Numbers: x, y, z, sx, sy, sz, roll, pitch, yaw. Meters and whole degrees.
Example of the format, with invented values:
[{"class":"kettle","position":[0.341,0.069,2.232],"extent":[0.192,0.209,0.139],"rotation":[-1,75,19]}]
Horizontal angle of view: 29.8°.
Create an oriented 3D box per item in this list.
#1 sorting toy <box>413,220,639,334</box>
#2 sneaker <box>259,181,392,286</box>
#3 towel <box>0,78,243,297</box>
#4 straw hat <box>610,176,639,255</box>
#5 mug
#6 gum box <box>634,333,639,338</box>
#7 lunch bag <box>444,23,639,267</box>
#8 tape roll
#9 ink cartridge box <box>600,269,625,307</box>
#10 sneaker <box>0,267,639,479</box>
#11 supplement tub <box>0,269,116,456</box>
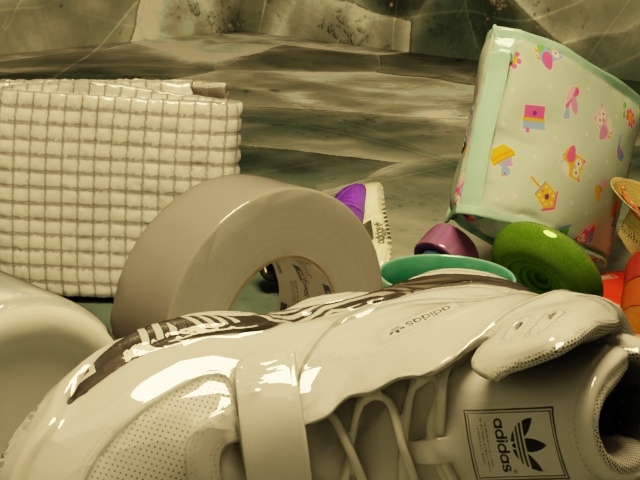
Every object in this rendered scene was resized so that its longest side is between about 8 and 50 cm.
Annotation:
[{"class":"sorting toy","position":[0.221,0.070,1.206],"extent":[0.365,0.127,0.126],"rotation":[13,49,42]},{"class":"sneaker","position":[0.000,-0.001,1.359],"extent":[0.146,0.102,0.293],"rotation":[1,16,-1]},{"class":"towel","position":[-0.228,-0.062,1.318],"extent":[0.284,0.235,0.121],"rotation":[1,10,-3]},{"class":"straw hat","position":[0.371,-0.009,1.355],"extent":[0.144,0.061,0.144],"rotation":[25,24,-12]},{"class":"mug","position":[0.110,0.081,1.100],"extent":[0.129,0.097,0.158],"rotation":[8,18,18]},{"class":"gum box","position":[0.334,0.124,1.037],"extent":[0.188,0.062,0.107],"rotation":[-3,17,-18]},{"class":"lunch bag","position":[0.241,-0.102,1.374],"extent":[0.160,0.223,0.262],"rotation":[9,-7,39]},{"class":"tape roll","position":[-0.053,0.061,0.938],"extent":[0.219,0.219,0.072],"rotation":[-12,20,-40]},{"class":"ink cartridge box","position":[0.453,0.040,1.351],"extent":[0.275,0.060,0.239],"rotation":[-6,19,-26]},{"class":"sneaker","position":[0.026,0.099,0.619],"extent":[0.366,0.137,0.210],"rotation":[-15,9,-30]},{"class":"supplement tub","position":[-0.293,0.095,0.840],"extent":[0.316,0.193,0.193],"rotation":[16,21,41]}]
